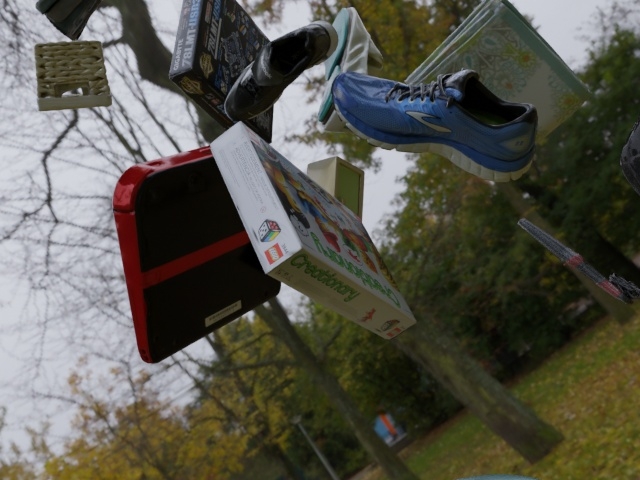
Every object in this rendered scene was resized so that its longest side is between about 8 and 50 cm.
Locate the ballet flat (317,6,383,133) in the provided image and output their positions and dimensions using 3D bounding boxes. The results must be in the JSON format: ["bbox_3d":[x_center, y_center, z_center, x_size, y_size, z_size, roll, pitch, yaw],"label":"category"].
[{"bbox_3d":[0.075,-0.363,1.609,0.139,0.139,0.400,-49,25,41],"label":"ballet flat"}]

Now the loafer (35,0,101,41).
[{"bbox_3d":[-0.328,-0.407,1.138,0.267,0.084,0.096,-24,25,30],"label":"loafer"}]

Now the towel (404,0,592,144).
[{"bbox_3d":[0.448,-0.387,1.860,0.320,0.374,0.090,-42,18,26],"label":"towel"}]

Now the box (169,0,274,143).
[{"bbox_3d":[-0.206,-0.402,1.648,0.073,0.295,0.293,-14,-31,27],"label":"box"}]

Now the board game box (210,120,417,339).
[{"bbox_3d":[0.000,0.000,0.898,0.053,0.193,0.305,-36,-33,14],"label":"board game box"}]

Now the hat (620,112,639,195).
[{"bbox_3d":[0.529,-0.148,0.856,0.331,0.134,0.331,-47,27,33],"label":"hat"}]

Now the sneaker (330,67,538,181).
[{"bbox_3d":[0.177,-0.211,1.123,0.147,0.330,0.129,96,-165,-49],"label":"sneaker"}]

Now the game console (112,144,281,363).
[{"bbox_3d":[-0.209,0.002,1.352,0.386,0.060,0.342,-26,-60,-51],"label":"game console"}]

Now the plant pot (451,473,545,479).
[{"bbox_3d":[0.195,0.403,0.824,0.235,0.293,0.293,-29,-12,17],"label":"plant pot"}]

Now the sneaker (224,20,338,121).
[{"bbox_3d":[-0.082,-0.274,1.189,0.234,0.078,0.106,-34,0,24],"label":"sneaker"}]

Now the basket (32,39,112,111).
[{"bbox_3d":[-0.399,-0.263,1.171,0.113,0.103,0.167,-8,13,-18],"label":"basket"}]

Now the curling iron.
[{"bbox_3d":[0.490,0.040,1.404,0.068,0.274,0.035,-4,-55,-52],"label":"curling iron"}]

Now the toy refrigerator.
[{"bbox_3d":[0.029,-0.033,1.555,0.094,0.269,0.102,-10,-23,39],"label":"toy refrigerator"}]
